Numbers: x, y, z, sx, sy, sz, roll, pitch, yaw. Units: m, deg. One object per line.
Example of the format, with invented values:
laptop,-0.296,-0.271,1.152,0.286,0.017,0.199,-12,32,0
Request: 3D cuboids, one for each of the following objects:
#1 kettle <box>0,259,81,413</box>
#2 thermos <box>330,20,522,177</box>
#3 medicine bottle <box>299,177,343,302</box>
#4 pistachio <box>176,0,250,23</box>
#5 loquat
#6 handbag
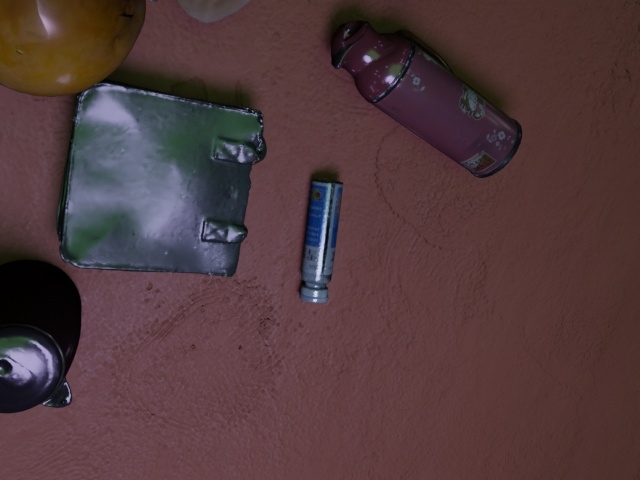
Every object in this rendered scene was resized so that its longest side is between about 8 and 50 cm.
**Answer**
kettle,-0.376,0.099,0.769,0.144,0.232,0.202,-42,112,-10
thermos,0.161,-0.234,0.975,0.330,0.109,0.136,29,90,-24
medicine bottle,0.000,0.000,0.995,0.051,0.051,0.191,4,100,-22
pistachio,-0.117,-0.391,0.826,0.152,0.126,0.223,17,105,-19
loquat,-0.313,-0.280,0.716,0.235,0.235,0.235,-5,103,-21
handbag,-0.214,-0.079,0.879,0.260,0.079,0.247,7,99,-24
